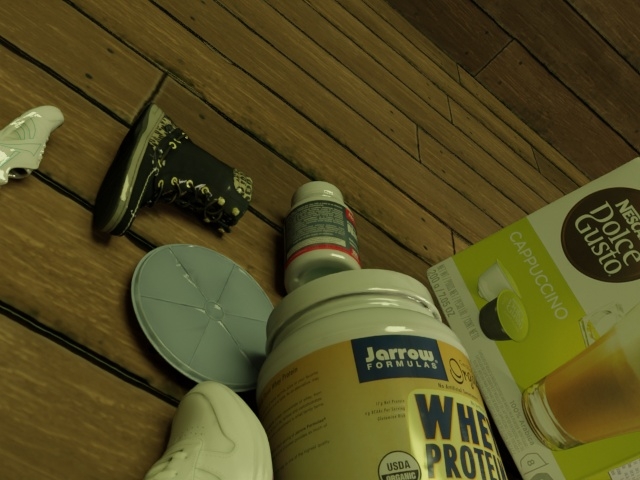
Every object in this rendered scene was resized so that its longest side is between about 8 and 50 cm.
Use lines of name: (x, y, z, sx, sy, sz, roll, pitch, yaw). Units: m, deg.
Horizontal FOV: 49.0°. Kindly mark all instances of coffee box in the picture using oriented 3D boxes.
coffee box: (0.401, 0.157, 0.991, 0.338, 0.334, 0.338, 45, 20, -54)

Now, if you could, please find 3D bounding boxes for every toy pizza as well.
toy pizza: (-0.130, 0.089, 0.810, 0.201, 0.032, 0.201, 30, 34, -23)

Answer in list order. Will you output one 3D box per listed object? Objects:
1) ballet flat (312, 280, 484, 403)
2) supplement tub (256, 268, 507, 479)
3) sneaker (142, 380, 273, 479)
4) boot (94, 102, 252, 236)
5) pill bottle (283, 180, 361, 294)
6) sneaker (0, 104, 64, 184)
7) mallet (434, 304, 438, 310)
ballet flat: (0.082, 0.176, 0.926, 0.315, 0.107, 0.106, 32, 52, -13)
supplement tub: (0.056, 0.209, 0.691, 0.228, 0.228, 0.316, 23, 40, -35)
sneaker: (-0.122, 0.230, 0.566, 0.152, 0.114, 0.305, 31, 33, -26)
boot: (-0.174, -0.060, 0.882, 0.178, 0.085, 0.236, 34, 31, -24)
pill bottle: (0.000, 0.000, 1.002, 0.107, 0.108, 0.180, 29, 34, -27)
sneaker: (-0.332, -0.101, 0.775, 0.061, 0.053, 0.152, 50, 35, -11)
mallet: (0.198, 0.180, 1.116, 0.062, 0.039, 0.190, -9, 65, -58)
